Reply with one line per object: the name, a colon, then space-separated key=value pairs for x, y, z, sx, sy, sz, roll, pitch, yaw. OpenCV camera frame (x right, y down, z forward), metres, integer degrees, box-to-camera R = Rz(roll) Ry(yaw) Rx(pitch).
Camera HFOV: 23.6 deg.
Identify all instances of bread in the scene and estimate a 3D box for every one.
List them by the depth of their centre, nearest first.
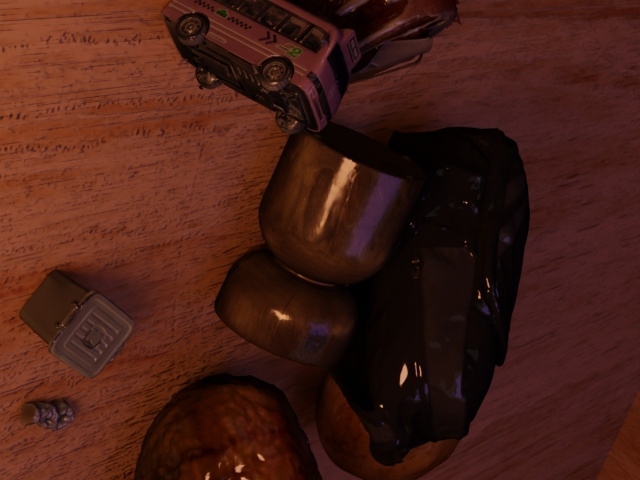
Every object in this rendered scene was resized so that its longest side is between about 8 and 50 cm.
bread: x=0.043 y=-0.251 z=1.711 sx=0.224 sy=0.142 sz=0.212 roll=-21 pitch=171 yaw=-47

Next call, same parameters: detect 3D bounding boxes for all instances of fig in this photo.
fig: x=-0.170 y=0.350 z=1.963 sx=0.368 sy=0.286 sz=0.286 roll=-31 pitch=150 yaw=1

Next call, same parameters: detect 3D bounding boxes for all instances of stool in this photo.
stool: x=0.000 y=0.000 z=1.897 sx=0.179 sy=0.179 sz=0.264 roll=-1 pitch=120 yaw=-58

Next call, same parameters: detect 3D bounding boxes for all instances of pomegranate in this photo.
pomegranate: x=0.108 y=0.248 z=2.287 sx=0.248 sy=0.248 sz=0.248 roll=-39 pitch=147 yaw=-31

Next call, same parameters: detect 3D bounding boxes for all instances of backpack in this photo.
backpack: x=0.143 y=0.084 z=2.068 sx=0.363 sy=0.254 sz=0.446 roll=74 pitch=24 yaw=-60

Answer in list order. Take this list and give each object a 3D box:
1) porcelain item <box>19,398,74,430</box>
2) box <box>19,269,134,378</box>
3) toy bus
porcelain item: x=-0.313 y=0.202 z=1.765 sx=0.083 sy=0.028 sz=0.036 roll=13 pitch=105 yaw=-62
box: x=-0.268 y=0.088 z=1.677 sx=0.084 sy=0.069 sz=0.122 roll=-51 pitch=152 yaw=-8
toy bus: x=-0.060 y=-0.197 z=1.575 sx=0.108 sy=0.199 sz=0.096 roll=-51 pitch=153 yaw=-18
